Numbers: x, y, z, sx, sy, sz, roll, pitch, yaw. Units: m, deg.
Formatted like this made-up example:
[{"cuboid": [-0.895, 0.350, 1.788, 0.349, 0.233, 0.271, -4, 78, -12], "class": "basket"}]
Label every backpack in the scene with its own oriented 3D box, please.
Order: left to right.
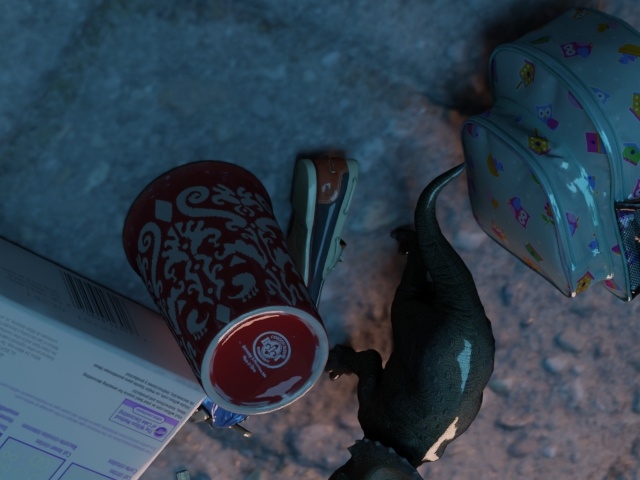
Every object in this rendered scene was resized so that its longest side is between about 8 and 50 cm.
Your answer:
[{"cuboid": [0.185, -0.064, 1.311, 0.144, 0.166, 0.188, -20, 126, -20], "class": "backpack"}]

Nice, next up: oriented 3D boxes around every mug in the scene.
[{"cuboid": [-0.048, 0.039, 1.285, 0.150, 0.169, 0.113, 17, 114, -30], "class": "mug"}]

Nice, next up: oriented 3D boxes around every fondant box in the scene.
[{"cuboid": [-0.277, 0.161, 1.324, 0.238, 0.096, 0.330, 29, 107, -35], "class": "fondant box"}]

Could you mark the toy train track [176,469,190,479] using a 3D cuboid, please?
[{"cuboid": [-0.124, 0.212, 1.473, 0.083, 0.014, 0.048, -14, 127, -12], "class": "toy train track"}]

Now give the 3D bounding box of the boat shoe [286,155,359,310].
[{"cuboid": [0.000, 0.000, 1.358, 0.043, 0.049, 0.137, -5, 120, -22], "class": "boat shoe"}]

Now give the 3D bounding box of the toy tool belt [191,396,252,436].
[{"cuboid": [-0.084, 0.116, 1.399, 0.052, 0.051, 0.083, -40, 128, 8], "class": "toy tool belt"}]

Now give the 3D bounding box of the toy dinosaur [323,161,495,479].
[{"cuboid": [0.084, 0.094, 1.383, 0.121, 0.160, 0.313, 13, 118, -29], "class": "toy dinosaur"}]
